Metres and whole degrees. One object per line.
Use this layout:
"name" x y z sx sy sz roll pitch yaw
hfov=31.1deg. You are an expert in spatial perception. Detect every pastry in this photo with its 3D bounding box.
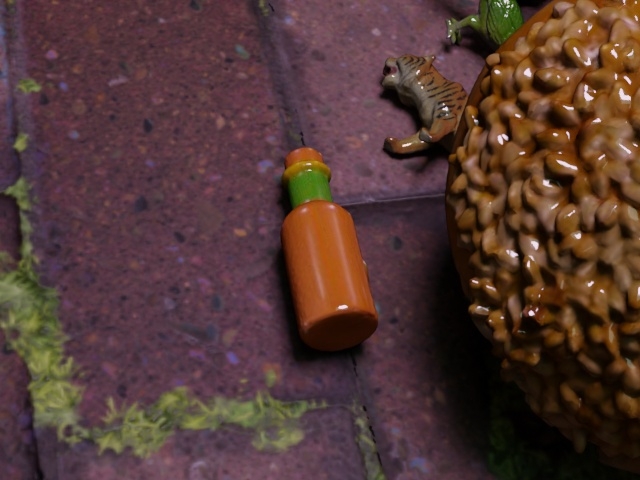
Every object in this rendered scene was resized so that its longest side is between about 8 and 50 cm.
"pastry" 0.280 -0.015 0.850 0.410 0.245 0.409 1 92 20

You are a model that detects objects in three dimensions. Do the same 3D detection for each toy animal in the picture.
"toy animal" 0.142 -0.092 1.067 0.241 0.057 0.099 36 59 16
"toy animal" 0.147 -0.242 1.143 0.217 0.075 0.041 56 26 -3

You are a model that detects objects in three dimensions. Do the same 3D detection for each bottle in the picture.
"bottle" 0.000 0.000 0.979 0.069 0.069 0.187 -5 57 -11
